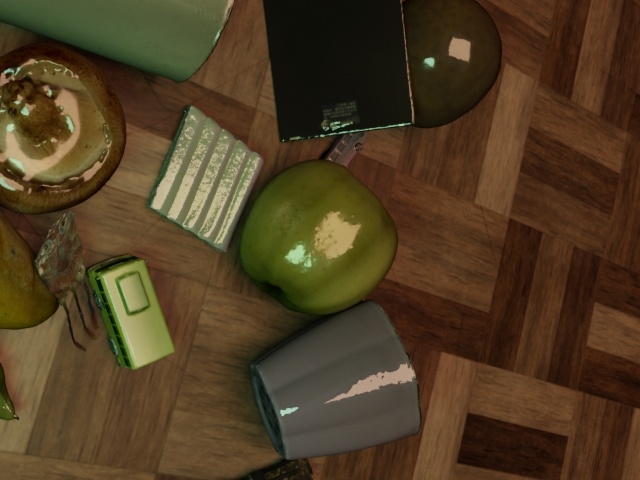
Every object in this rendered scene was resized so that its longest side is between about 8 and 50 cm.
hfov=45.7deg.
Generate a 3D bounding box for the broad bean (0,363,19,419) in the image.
[{"bbox_3d":[-0.539,0.135,1.107,0.075,0.067,0.325,-30,101,10],"label":"broad bean"}]

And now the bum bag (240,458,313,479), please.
[{"bbox_3d":[-0.113,0.465,1.358,0.248,0.069,0.102,-15,62,-29],"label":"bum bag"}]

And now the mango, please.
[{"bbox_3d":[-0.496,0.023,1.054,0.330,0.175,0.177,61,36,-38],"label":"mango"}]

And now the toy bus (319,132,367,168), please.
[{"bbox_3d":[0.040,-0.170,1.470,0.052,0.037,0.131,44,68,-21],"label":"toy bus"}]

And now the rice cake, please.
[{"bbox_3d":[-0.197,-0.106,1.328,0.189,0.037,0.198,35,73,-26],"label":"rice cake"}]

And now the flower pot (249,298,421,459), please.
[{"bbox_3d":[0.015,0.257,1.335,0.243,0.265,0.265,-16,98,-19],"label":"flower pot"}]

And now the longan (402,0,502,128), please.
[{"bbox_3d":[0.221,-0.353,1.468,0.258,0.258,0.258,0,90,-31],"label":"longan"}]

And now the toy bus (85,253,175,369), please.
[{"bbox_3d":[-0.305,0.113,1.226,0.088,0.101,0.175,-22,99,-29],"label":"toy bus"}]

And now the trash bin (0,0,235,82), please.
[{"bbox_3d":[-0.359,-0.419,1.100,0.431,0.280,0.281,17,81,-33],"label":"trash bin"}]

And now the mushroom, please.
[{"bbox_3d":[-0.412,-0.163,1.130,0.253,0.153,0.253,-6,101,-30],"label":"mushroom"}]

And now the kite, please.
[{"bbox_3d":[-0.381,0.073,1.156,0.127,0.016,0.230,-68,157,-54],"label":"kite"}]

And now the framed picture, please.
[{"bbox_3d":[0.029,-0.363,1.384,0.255,0.014,0.339,-6,93,12],"label":"framed picture"}]

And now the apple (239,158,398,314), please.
[{"bbox_3d":[0.000,0.000,1.341,0.279,0.279,0.279,0,90,-31],"label":"apple"}]
